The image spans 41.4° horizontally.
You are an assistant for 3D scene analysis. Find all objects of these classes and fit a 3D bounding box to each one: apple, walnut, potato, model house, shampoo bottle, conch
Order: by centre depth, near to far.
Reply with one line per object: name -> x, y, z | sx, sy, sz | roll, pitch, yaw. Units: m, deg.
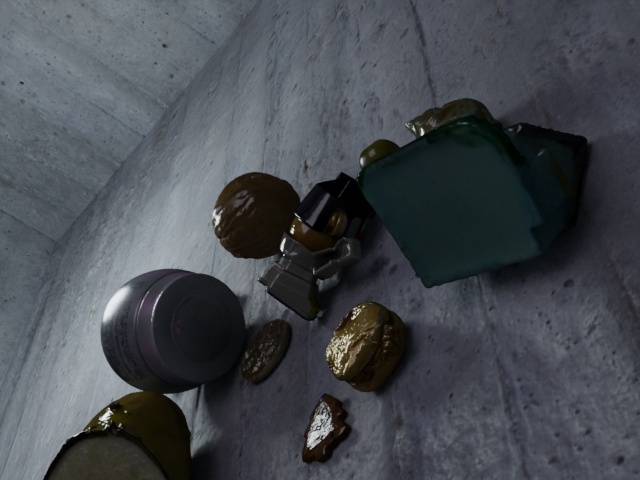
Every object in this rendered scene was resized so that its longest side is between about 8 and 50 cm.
model house -> 0.250, -0.102, 1.255 | 0.281, 0.230, 0.249 | -21, 18, 49
conch -> 0.241, -0.194, 1.468 | 0.116, 0.106, 0.173 | -52, 22, 9
potato -> -0.359, 0.498, 1.664 | 0.296, 0.290, 0.396 | -33, -60, -80
apple -> 0.122, -0.162, 1.696 | 0.090, 0.074, 0.089 | -38, 10, 8
shampoo bottle -> -0.322, 0.196, 1.841 | 0.266, 0.273, 0.272 | -10, 50, 47
walnut -> -0.141, -0.060, 1.930 | 0.213, 0.213, 0.213 | -43, 27, 29

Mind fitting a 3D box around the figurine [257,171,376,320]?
figurine -> -0.001, 0.000, 1.643 | 0.309, 0.143, 0.308 | -22, 58, 40

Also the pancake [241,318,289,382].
pancake -> -0.112, 0.219, 1.719 | 0.151, 0.025, 0.151 | -43, 27, 29

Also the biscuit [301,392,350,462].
biscuit -> 0.005, 0.306, 1.398 | 0.119, 0.019, 0.130 | -41, 28, 30

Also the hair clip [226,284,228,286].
hair clip -> -0.268, 0.175, 2.056 | 0.195, 0.052, 0.124 | -50, 14, 34

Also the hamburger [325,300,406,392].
hamburger -> 0.075, 0.168, 1.364 | 0.138, 0.083, 0.147 | -58, 22, 7
